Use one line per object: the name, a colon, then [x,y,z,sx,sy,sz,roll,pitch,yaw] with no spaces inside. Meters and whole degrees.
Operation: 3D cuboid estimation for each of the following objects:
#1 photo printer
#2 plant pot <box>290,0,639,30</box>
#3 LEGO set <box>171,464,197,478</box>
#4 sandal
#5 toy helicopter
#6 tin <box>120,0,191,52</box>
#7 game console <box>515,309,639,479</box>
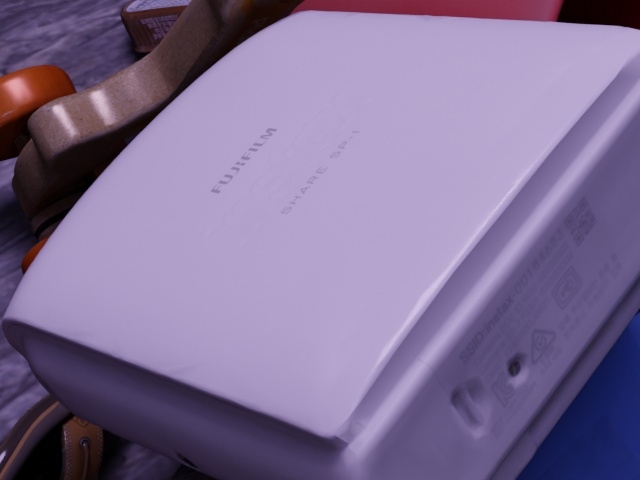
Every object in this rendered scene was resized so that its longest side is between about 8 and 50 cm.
photo printer: [0.000,0.000,0.741,0.307,0.107,0.256,13,56,50]
plant pot: [0.118,-0.157,1.081,0.243,0.275,0.275,22,48,33]
LEGO set: [0.075,0.074,0.880,0.255,0.192,0.331,24,50,21]
sandal: [-0.151,0.129,0.917,0.060,0.090,0.219,37,45,4]
toy helicopter: [-0.067,-0.103,0.970,0.235,0.355,0.140,-20,78,-33]
tin: [-0.081,-0.182,1.178,0.106,0.040,0.189,-42,26,-26]
game console: [0.166,0.204,0.745,0.386,0.060,0.342,-35,84,-30]
